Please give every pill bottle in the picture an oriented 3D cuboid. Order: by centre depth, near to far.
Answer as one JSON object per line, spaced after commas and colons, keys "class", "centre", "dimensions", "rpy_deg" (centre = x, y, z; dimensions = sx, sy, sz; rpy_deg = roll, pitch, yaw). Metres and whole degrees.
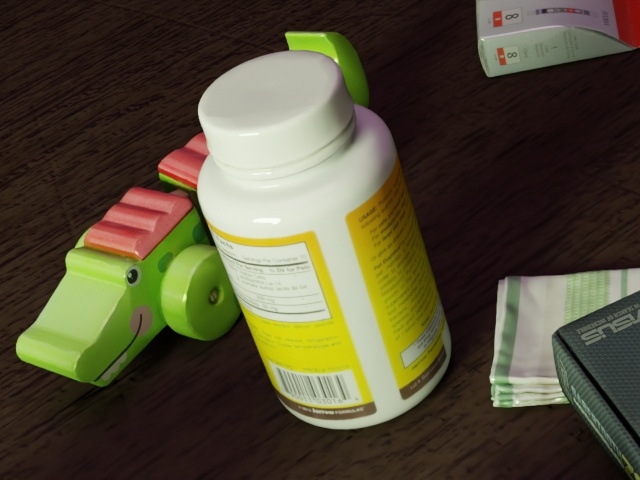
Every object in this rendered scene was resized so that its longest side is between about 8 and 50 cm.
{"class": "pill bottle", "centre": [0.000, 0.000, 0.867], "dimensions": [0.117, 0.215, 0.117], "rpy_deg": [-12, 35, 9]}

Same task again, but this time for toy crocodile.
{"class": "toy crocodile", "centre": [-0.078, -0.025, 1.034], "dimensions": [0.115, 0.105, 0.340], "rpy_deg": [18, 49, 41]}

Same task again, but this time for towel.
{"class": "towel", "centre": [0.178, 0.050, 0.883], "dimensions": [0.152, 0.023, 0.113], "rpy_deg": [-7, 37, 16]}

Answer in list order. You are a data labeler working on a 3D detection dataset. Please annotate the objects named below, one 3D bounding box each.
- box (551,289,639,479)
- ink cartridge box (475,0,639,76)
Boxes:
{"class": "box", "centre": [0.265, 0.074, 0.763], "dimensions": [0.232, 0.059, 0.183], "rpy_deg": [-24, 44, -6]}
{"class": "ink cartridge box", "centre": [0.216, -0.200, 1.188], "dimensions": [0.179, 0.045, 0.145], "rpy_deg": [-12, 36, 14]}
